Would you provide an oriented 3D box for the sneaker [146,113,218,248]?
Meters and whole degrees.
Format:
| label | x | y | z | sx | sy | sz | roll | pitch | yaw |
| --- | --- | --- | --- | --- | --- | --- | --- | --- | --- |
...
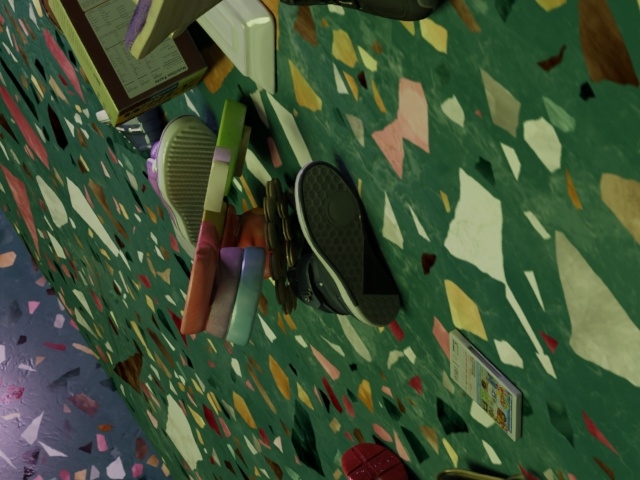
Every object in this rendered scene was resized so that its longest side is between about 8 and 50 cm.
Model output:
| label | x | y | z | sx | sy | sz | roll | pitch | yaw |
| --- | --- | --- | --- | --- | --- | --- | --- | --- | --- |
| sneaker | -0.225 | -0.119 | 2.177 | 0.161 | 0.102 | 0.282 | 53 | 159 | 30 |

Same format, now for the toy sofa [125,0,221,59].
| label | x | y | z | sx | sy | sz | roll | pitch | yaw |
| --- | --- | --- | --- | --- | --- | --- | --- | --- | --- |
| toy sofa | -0.150 | -0.357 | 1.457 | 0.150 | 0.177 | 0.362 | 45 | 153 | 5 |

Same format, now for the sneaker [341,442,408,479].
| label | x | y | z | sx | sy | sz | roll | pitch | yaw |
| --- | --- | --- | --- | --- | --- | --- | --- | --- | --- |
| sneaker | 0.110 | 0.397 | 2.072 | 0.221 | 0.087 | 0.128 | 42 | 152 | 45 |

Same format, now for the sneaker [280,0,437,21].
| label | x | y | z | sx | sy | sz | roll | pitch | yaw |
| --- | --- | --- | --- | --- | --- | --- | --- | --- | --- |
| sneaker | 0.013 | -0.256 | 1.394 | 0.267 | 0.106 | 0.101 | 31 | 143 | 52 |

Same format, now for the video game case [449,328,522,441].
| label | x | y | z | sx | sy | sz | roll | pitch | yaw |
| --- | --- | --- | --- | --- | --- | --- | --- | --- | --- |
| video game case | 0.192 | 0.168 | 1.667 | 0.122 | 0.011 | 0.087 | 46 | 155 | 37 |

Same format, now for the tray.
| label | x | y | z | sx | sy | sz | roll | pitch | yaw |
| --- | --- | --- | --- | --- | --- | --- | --- | --- | --- |
| tray | -0.142 | -0.310 | 1.811 | 0.270 | 0.030 | 0.145 | 50 | 157 | 28 |

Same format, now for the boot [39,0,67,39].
| label | x | y | z | sx | sy | sz | roll | pitch | yaw |
| --- | --- | --- | --- | --- | --- | --- | --- | --- | --- |
| boot | -0.347 | -0.429 | 2.122 | 0.280 | 0.096 | 0.264 | -18 | 93 | 63 |

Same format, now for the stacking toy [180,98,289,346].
| label | x | y | z | sx | sy | sz | roll | pitch | yaw |
| --- | --- | --- | --- | --- | --- | --- | --- | --- | --- |
| stacking toy | -0.093 | -0.022 | 1.895 | 0.309 | 0.130 | 0.279 | -89 | 12 | -64 |

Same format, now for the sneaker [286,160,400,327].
| label | x | y | z | sx | sy | sz | roll | pitch | yaw |
| --- | --- | --- | --- | --- | --- | --- | --- | --- | --- |
| sneaker | -0.001 | 0.002 | 1.804 | 0.163 | 0.086 | 0.226 | 13 | 130 | 61 |

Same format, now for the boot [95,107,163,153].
| label | x | y | z | sx | sy | sz | roll | pitch | yaw |
| --- | --- | --- | --- | --- | --- | --- | --- | --- | --- |
| boot | -0.309 | -0.183 | 2.335 | 0.190 | 0.069 | 0.086 | 4 | 115 | 66 |

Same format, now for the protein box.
| label | x | y | z | sx | sy | sz | roll | pitch | yaw |
| --- | --- | --- | --- | --- | --- | --- | --- | --- | --- |
| protein box | -0.267 | -0.281 | 1.955 | 0.201 | 0.136 | 0.200 | 63 | 171 | -3 |

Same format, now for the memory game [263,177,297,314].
| label | x | y | z | sx | sy | sz | roll | pitch | yaw |
| --- | --- | --- | --- | --- | --- | --- | --- | --- | --- |
| memory game | -0.051 | 0.008 | 1.901 | 0.186 | 0.012 | 0.186 | -7 | -90 | -82 |

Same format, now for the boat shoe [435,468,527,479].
| label | x | y | z | sx | sy | sz | roll | pitch | yaw |
| --- | --- | --- | --- | --- | --- | --- | --- | --- | --- |
| boat shoe | 0.206 | 0.330 | 1.713 | 0.089 | 0.105 | 0.285 | 60 | 161 | -4 |
